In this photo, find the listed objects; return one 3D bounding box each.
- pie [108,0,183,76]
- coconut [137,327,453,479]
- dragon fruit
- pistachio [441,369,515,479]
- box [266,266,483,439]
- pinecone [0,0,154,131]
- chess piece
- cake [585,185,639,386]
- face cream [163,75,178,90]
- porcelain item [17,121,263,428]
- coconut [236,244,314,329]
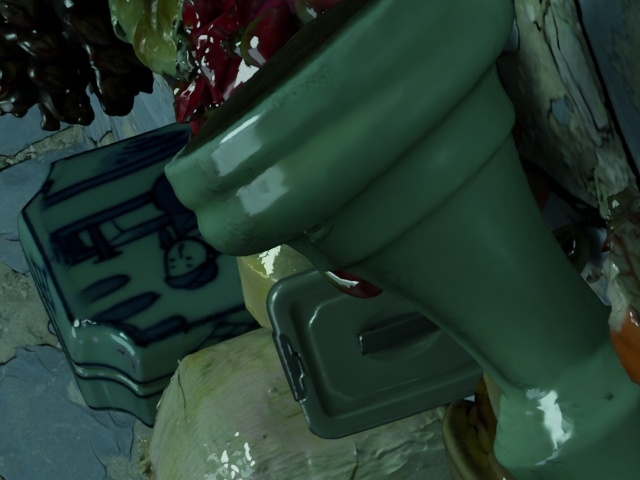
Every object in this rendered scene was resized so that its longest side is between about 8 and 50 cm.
[{"bbox_3d":[-0.102,-0.274,1.206,0.306,0.071,0.306,2,93,60],"label":"pie"},{"bbox_3d":[-0.024,0.221,1.392,0.297,0.254,0.297,47,146,45],"label":"coconut"},{"bbox_3d":[0.023,-0.066,0.962,0.273,0.198,0.218,-126,29,-44],"label":"dragon fruit"},{"bbox_3d":[0.151,0.147,0.961,0.129,0.131,0.206,-52,37,19],"label":"pistachio"},{"bbox_3d":[0.054,0.059,1.105,0.093,0.172,0.124,-93,-15,-84],"label":"box"},{"bbox_3d":[-0.297,-0.262,1.702,0.298,0.242,0.296,34,126,24],"label":"pinecone"},{"bbox_3d":[0.085,0.014,0.787,0.299,0.194,0.194,48,169,-10],"label":"chess piece"},{"bbox_3d":[0.207,0.102,0.693,0.135,0.098,0.287,103,144,-64],"label":"cake"},{"bbox_3d":[-0.168,-0.215,1.793,0.244,0.058,0.092,55,151,32],"label":"face cream"},{"bbox_3d":[-0.145,0.021,1.556,0.157,0.281,0.286,87,159,-50],"label":"porcelain item"},{"bbox_3d":[0.000,0.000,1.255,0.153,0.147,0.147,85,159,-52],"label":"coconut"}]
